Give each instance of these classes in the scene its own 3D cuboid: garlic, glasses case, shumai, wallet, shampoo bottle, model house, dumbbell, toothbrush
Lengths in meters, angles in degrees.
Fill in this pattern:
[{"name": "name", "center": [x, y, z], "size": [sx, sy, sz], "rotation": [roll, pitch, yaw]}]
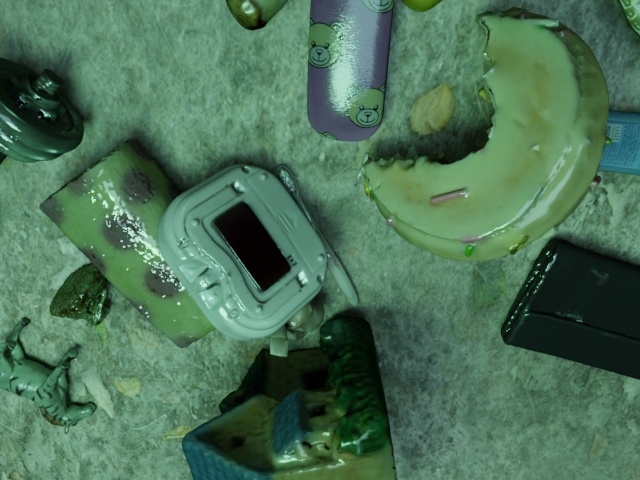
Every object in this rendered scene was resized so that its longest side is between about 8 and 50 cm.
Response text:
[{"name": "garlic", "center": [-0.058, 0.137, 1.035], "size": [0.131, 0.194, 0.127], "rotation": [-15, 122, 1]}, {"name": "glasses case", "center": [0.044, -0.305, 0.883], "size": [0.123, 0.076, 0.316], "rotation": [7, 116, 8]}, {"name": "shumai", "center": [-0.425, 0.109, 1.082], "size": [0.124, 0.099, 0.087], "rotation": [-33, 126, 17]}, {"name": "wallet", "center": [0.565, 0.150, 1.092], "size": [0.406, 0.062, 0.228], "rotation": [16, 114, -6]}, {"name": "shampoo bottle", "center": [0.439, -0.164, 0.951], "size": [0.259, 0.061, 0.103], "rotation": [6, 113, -1]}, {"name": "model house", "center": [-0.050, 0.347, 1.021], "size": [0.343, 0.382, 0.334], "rotation": [-10, 114, 3]}, {"name": "dumbbell", "center": [-0.538, -0.114, 0.929], "size": [0.406, 0.179, 0.179], "rotation": [-42, 107, 17]}, {"name": "toothbrush", "center": [0.000, 0.000, 1.052], "size": [0.025, 0.029, 0.307], "rotation": [-27, 112, 5]}]

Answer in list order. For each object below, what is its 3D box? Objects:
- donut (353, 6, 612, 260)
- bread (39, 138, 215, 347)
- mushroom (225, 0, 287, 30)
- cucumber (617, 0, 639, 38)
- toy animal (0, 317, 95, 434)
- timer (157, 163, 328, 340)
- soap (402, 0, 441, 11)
[{"name": "donut", "center": [0.254, -0.132, 0.866], "size": [0.150, 0.307, 0.371], "rotation": [13, 122, -52]}, {"name": "bread", "center": [-0.283, 0.013, 0.994], "size": [0.187, 0.155, 0.338], "rotation": [-33, 110, 18]}, {"name": "mushroom", "center": [-0.035, -0.447, 0.805], "size": [0.087, 0.107, 0.333], "rotation": [20, 111, -26]}, {"name": "cucumber", "center": [0.483, -0.397, 0.826], "size": [0.145, 0.105, 0.325], "rotation": [-25, 115, 41]}, {"name": "toy animal", "center": [-0.542, 0.271, 1.157], "size": [0.170, 0.090, 0.255], "rotation": [-35, 107, 19]}, {"name": "timer", "center": [-0.113, 0.013, 0.941], "size": [0.262, 0.237, 0.087], "rotation": [55, 141, -5]}, {"name": "soap", "center": [0.172, -0.401, 0.856], "size": [0.140, 0.045, 0.089], "rotation": [-35, 105, 15]}]
